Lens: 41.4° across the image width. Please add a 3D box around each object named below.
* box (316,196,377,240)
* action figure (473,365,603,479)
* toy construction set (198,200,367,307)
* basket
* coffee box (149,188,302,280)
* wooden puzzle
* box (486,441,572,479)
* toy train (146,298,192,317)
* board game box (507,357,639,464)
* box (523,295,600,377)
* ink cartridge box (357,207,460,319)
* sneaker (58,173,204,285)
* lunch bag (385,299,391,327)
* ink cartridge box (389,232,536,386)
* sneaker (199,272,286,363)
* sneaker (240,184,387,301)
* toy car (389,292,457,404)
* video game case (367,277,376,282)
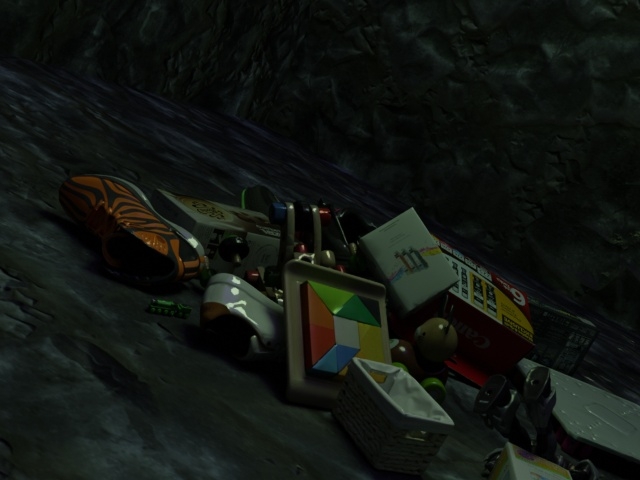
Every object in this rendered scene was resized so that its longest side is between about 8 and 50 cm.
[{"bbox_3d":[0.040,-0.007,2.196,0.156,0.158,0.093,24,12,-9],"label":"box"},{"bbox_3d":[0.335,0.328,1.327,0.185,0.285,0.099,-8,34,30],"label":"action figure"},{"bbox_3d":[-0.023,0.097,1.591,0.309,0.257,0.237,20,39,-41],"label":"toy construction set"},{"bbox_3d":[0.105,0.270,1.297,0.113,0.103,0.167,18,14,-32],"label":"basket"},{"bbox_3d":[-0.205,0.001,1.760,0.297,0.118,0.168,13,17,-45],"label":"coffee box"},{"bbox_3d":[0.037,0.161,1.402,0.221,0.044,0.238,18,58,-33],"label":"wooden puzzle"},{"bbox_3d":[0.289,0.382,1.167,0.103,0.114,0.203,25,12,2],"label":"box"},{"bbox_3d":[-0.253,0.113,1.420,0.083,0.023,0.017,15,16,-41],"label":"toy train"},{"bbox_3d":[0.635,0.414,1.883,0.390,0.050,0.390,23,13,-13],"label":"board game box"},{"bbox_3d":[0.540,0.249,2.066,0.233,0.183,0.059,20,15,-20],"label":"box"},{"bbox_3d":[0.173,0.050,1.695,0.176,0.127,0.128,59,-7,9],"label":"ink cartridge box"},{"bbox_3d":[-0.369,-0.026,1.533,0.321,0.124,0.180,28,11,12],"label":"sneaker"},{"bbox_3d":[0.150,0.143,1.962,0.129,0.096,0.151,31,27,3],"label":"lunch bag"},{"bbox_3d":[0.313,0.157,1.873,0.310,0.130,0.271,32,29,-12],"label":"ink cartridge box"},{"bbox_3d":[-0.078,0.176,1.412,0.290,0.106,0.123,29,42,-14],"label":"sneaker"},{"bbox_3d":[0.000,0.000,1.927,0.483,0.202,0.185,38,1,35],"label":"sneaker"},{"bbox_3d":[0.199,0.191,1.612,0.149,0.188,0.155,24,12,-9],"label":"toy car"},{"bbox_3d":[0.087,0.157,1.641,0.019,0.143,0.157,6,11,9],"label":"video game case"}]
